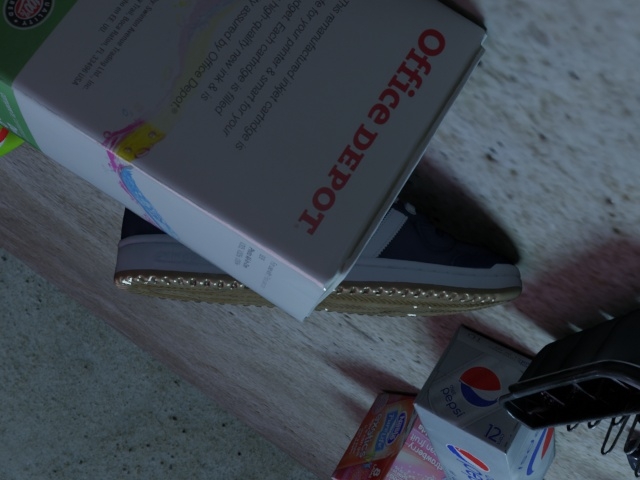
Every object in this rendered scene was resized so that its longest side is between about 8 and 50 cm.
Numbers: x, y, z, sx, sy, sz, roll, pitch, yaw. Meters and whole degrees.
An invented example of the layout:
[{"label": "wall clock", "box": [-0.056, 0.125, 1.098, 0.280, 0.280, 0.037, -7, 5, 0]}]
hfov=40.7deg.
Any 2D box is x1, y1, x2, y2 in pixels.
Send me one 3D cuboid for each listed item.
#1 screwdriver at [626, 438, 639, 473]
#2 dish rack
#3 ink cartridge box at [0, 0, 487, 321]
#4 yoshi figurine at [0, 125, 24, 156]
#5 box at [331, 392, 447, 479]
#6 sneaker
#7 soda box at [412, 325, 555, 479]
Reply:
[{"label": "screwdriver", "box": [0.322, 0.227, 0.837, 0.025, 0.024, 0.170, -14, 145, 27]}, {"label": "dish rack", "box": [0.282, 0.147, 0.601, 0.271, 0.074, 0.208, 32, 163, 1]}, {"label": "ink cartridge box", "box": [-0.049, -0.083, 0.427, 0.212, 0.154, 0.093, 32, 162, 2]}, {"label": "yoshi figurine", "box": [-0.455, -0.132, 0.938, 0.203, 0.203, 0.362, 45, 157, -14]}, {"label": "box", "box": [0.188, 0.346, 1.165, 0.300, 0.142, 0.154, 38, 161, -14]}, {"label": "sneaker", "box": [0.007, -0.031, 0.598, 0.282, 0.153, 0.099, 5, 164, -13]}, {"label": "soda box", "box": [0.176, 0.197, 0.878, 0.098, 0.091, 0.286, 25, 160, 27]}]
